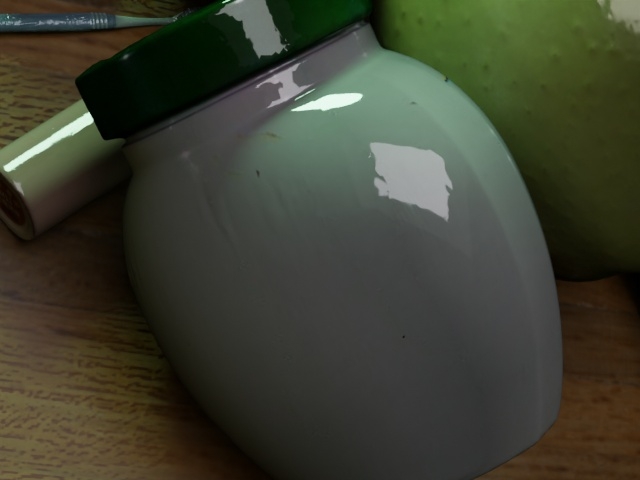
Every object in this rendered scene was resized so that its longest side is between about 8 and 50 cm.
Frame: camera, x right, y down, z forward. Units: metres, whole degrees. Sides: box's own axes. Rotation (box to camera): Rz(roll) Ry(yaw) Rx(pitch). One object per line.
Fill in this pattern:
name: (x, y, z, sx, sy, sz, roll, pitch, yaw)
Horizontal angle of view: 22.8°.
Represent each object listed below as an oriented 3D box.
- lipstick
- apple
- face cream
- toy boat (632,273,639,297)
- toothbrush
lipstick: (-0.139, -0.095, 1.217, 0.254, 0.070, 0.070, -36, 89, -27)
apple: (0.214, -0.146, 1.231, 0.357, 0.357, 0.357, 7, 71, -20)
face cream: (0.000, 0.000, 1.103, 0.219, 0.312, 0.357, -36, 103, -49)
toy boat: (0.344, 0.113, 1.330, 0.062, 0.096, 0.299, -25, 81, -17)
toothbrush: (-0.184, -0.173, 1.253, 0.219, 0.019, 0.016, -4, 80, -23)
